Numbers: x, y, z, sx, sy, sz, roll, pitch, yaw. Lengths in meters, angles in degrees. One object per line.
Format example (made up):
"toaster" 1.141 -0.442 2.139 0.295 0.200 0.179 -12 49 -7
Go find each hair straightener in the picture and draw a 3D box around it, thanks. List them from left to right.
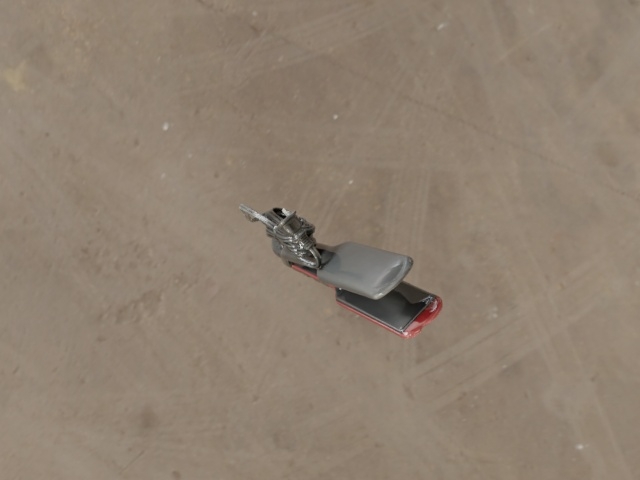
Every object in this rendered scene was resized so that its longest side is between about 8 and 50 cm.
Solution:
"hair straightener" 0.000 0.000 0.751 0.047 0.230 0.089 -42 120 -10
